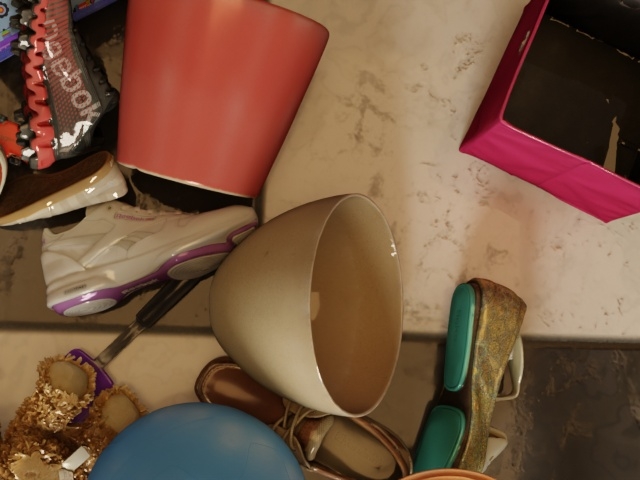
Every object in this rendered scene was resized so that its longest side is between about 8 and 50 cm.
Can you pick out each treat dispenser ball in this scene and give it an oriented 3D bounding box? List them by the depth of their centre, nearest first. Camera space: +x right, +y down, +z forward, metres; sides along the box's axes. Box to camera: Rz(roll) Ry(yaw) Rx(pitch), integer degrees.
[{"bbox_3d":[-0.155,0.346,1.381,0.288,0.288,0.288,0,85,-4],"label":"treat dispenser ball"}]

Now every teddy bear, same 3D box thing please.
[{"bbox_3d":[-0.376,0.313,1.468,0.245,0.113,0.338,20,87,-27],"label":"teddy bear"}]

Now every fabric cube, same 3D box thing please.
[{"bbox_3d":[0.369,-0.197,1.496,0.259,0.258,0.254,25,85,-2],"label":"fabric cube"}]

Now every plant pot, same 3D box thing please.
[{"bbox_3d":[-0.032,0.085,1.452,0.191,0.284,0.284,-3,85,27],"label":"plant pot"},{"bbox_3d":[-0.145,-0.195,1.467,0.275,0.275,0.243,14,93,-3],"label":"plant pot"}]

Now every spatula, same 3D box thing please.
[{"bbox_3d":[-0.266,0.130,1.534,0.084,0.030,0.296,45,84,-1],"label":"spatula"}]

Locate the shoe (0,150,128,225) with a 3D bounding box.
[{"bbox_3d":[-0.360,-0.057,1.503,0.219,0.058,0.076,-17,45,22],"label":"shoe"}]

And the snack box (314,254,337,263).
[{"bbox_3d":[0.000,0.000,1.569,0.178,0.022,0.064,-11,87,-5],"label":"snack box"}]

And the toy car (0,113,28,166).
[{"bbox_3d":[-0.512,-0.187,1.522,0.239,0.053,0.225,-15,93,-6],"label":"toy car"}]

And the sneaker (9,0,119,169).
[{"bbox_3d":[-0.330,-0.226,1.440,0.135,0.097,0.276,-6,121,-20],"label":"sneaker"}]

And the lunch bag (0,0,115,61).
[{"bbox_3d":[-0.379,-0.397,1.496,0.293,0.138,0.221,-30,108,-11],"label":"lunch bag"}]

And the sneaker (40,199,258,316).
[{"bbox_3d":[-0.238,-0.009,1.495,0.305,0.114,0.152,-18,71,0],"label":"sneaker"}]

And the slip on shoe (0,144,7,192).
[{"bbox_3d":[-0.538,-0.010,1.462,0.331,0.101,0.123,-44,110,2],"label":"slip on shoe"}]

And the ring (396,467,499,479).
[{"bbox_3d":[0.155,0.462,1.442,0.336,0.032,0.336,0,89,-15],"label":"ring"}]

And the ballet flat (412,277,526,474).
[{"bbox_3d":[0.213,0.228,1.528,0.123,0.123,0.348,13,85,-3],"label":"ballet flat"}]

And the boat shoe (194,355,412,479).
[{"bbox_3d":[-0.017,0.247,1.501,0.324,0.116,0.123,24,84,-2],"label":"boat shoe"}]
